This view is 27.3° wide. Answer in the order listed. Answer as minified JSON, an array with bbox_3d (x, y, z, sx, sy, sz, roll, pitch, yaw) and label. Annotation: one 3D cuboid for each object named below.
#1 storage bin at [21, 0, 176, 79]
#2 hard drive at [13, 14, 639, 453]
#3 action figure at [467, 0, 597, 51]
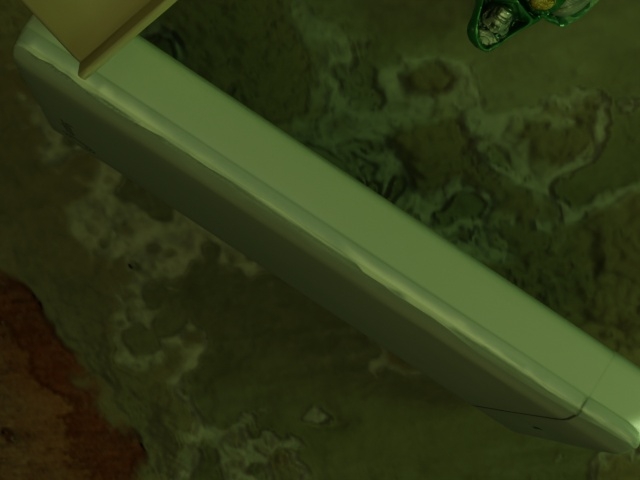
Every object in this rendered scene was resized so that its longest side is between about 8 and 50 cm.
[{"bbox_3d":[-0.022,-0.229,0.605,0.260,0.262,0.123,-35,103,26],"label":"storage bin"},{"bbox_3d":[0.000,0.000,0.737,0.353,0.233,0.047,34,83,-3],"label":"hard drive"},{"bbox_3d":[0.148,-0.192,0.696,0.137,0.063,0.232,32,122,-5],"label":"action figure"}]
